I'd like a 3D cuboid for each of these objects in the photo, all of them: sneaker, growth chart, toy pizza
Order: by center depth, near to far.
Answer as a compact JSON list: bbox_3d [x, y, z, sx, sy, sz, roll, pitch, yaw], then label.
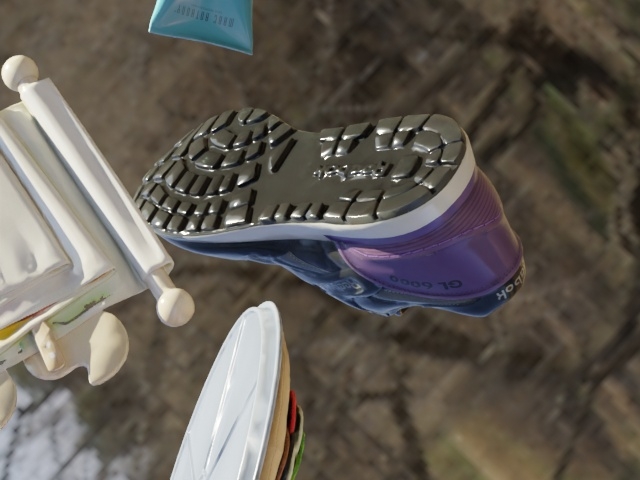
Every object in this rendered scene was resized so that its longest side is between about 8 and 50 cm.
[{"bbox_3d":[-0.187,0.017,0.817,0.021,0.237,0.172,90,156,-65],"label":"growth chart"},{"bbox_3d":[-0.045,0.128,0.927,0.032,0.201,0.201,18,180,-10],"label":"toy pizza"},{"bbox_3d":[0.000,0.000,1.182,0.283,0.107,0.124,7,142,48],"label":"sneaker"}]

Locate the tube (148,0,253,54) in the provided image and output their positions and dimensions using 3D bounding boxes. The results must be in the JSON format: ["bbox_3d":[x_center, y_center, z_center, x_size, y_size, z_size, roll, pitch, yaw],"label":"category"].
[{"bbox_3d":[-0.080,-0.241,1.492,0.080,0.207,0.052,10,158,-9],"label":"tube"}]
